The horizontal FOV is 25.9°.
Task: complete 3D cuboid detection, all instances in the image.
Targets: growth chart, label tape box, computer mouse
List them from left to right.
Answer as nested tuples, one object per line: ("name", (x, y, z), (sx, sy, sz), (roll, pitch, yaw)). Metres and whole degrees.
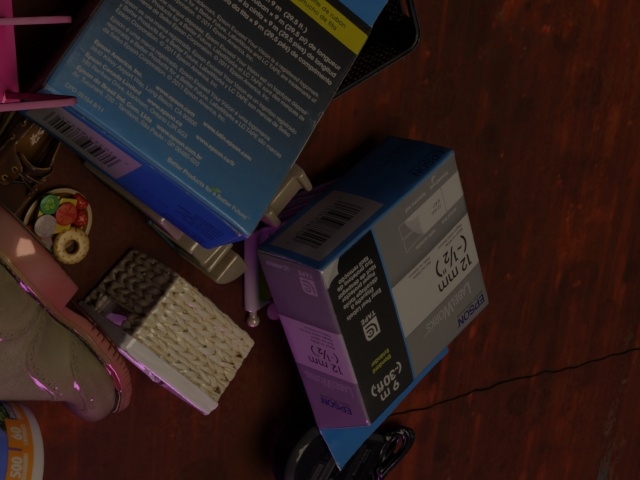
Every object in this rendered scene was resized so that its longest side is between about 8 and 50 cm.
("label tape box", (-0.102, -0.195, 1.369), (0.240, 0.106, 0.334), (37, 67, -18))
("growth chart", (0.000, 0.000, 1.691), (0.237, 0.021, 0.172), (-26, 127, -27))
("computer mouse", (0.009, 0.290, 1.817), (0.188, 0.072, 0.272), (-58, 146, -4))
("label tape box", (0.084, 0.088, 1.669), (0.249, 0.115, 0.348), (-42, 129, -32))

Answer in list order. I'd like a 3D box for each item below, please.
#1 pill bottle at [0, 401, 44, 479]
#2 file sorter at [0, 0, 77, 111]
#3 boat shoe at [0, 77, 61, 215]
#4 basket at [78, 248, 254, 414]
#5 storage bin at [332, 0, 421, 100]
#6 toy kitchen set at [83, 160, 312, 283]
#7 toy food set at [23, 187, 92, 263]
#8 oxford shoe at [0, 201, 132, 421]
("pill bottle", (-0.421, 0.213, 1.356), (0.272, 0.152, 0.152), (16, 101, -44))
("file sorter", (-0.320, -0.245, 1.141), (0.202, 0.182, 0.291), (-9, 101, -36))
("boat shoe", (-0.299, -0.075, 1.375), (0.064, 0.060, 0.178), (26, 94, -44))
("basket", (-0.169, 0.099, 1.539), (0.103, 0.113, 0.167), (-53, 134, -11))
("storage bin", (0.011, -0.238, 1.535), (0.180, 0.084, 0.122), (-33, 129, -22))
("toy kitchen set", (-0.125, -0.072, 1.510), (0.166, 0.122, 0.207), (-51, 154, -8))
("toy food set", (-0.275, -0.015, 1.454), (0.082, 0.020, 0.083), (5, 109, -41))
("oxford shoe", (-0.301, 0.099, 1.370), (0.146, 0.140, 0.397), (-44, 151, -14))
